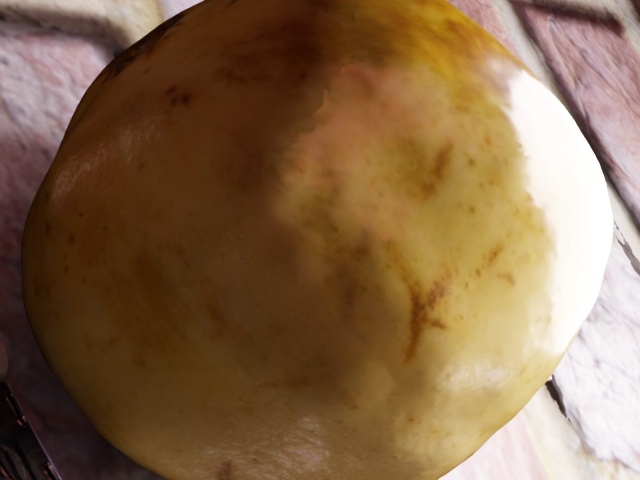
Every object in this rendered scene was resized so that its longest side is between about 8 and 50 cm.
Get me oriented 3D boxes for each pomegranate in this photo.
[{"bbox_3d":[0.000,0.000,0.782,0.333,0.332,0.332,24,42,-23],"label":"pomegranate"}]

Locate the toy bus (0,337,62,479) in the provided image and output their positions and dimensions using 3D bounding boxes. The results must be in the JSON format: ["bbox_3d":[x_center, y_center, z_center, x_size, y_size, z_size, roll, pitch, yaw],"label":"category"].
[{"bbox_3d":[-0.176,0.121,0.674,0.073,0.076,0.167,-9,59,-48],"label":"toy bus"}]
